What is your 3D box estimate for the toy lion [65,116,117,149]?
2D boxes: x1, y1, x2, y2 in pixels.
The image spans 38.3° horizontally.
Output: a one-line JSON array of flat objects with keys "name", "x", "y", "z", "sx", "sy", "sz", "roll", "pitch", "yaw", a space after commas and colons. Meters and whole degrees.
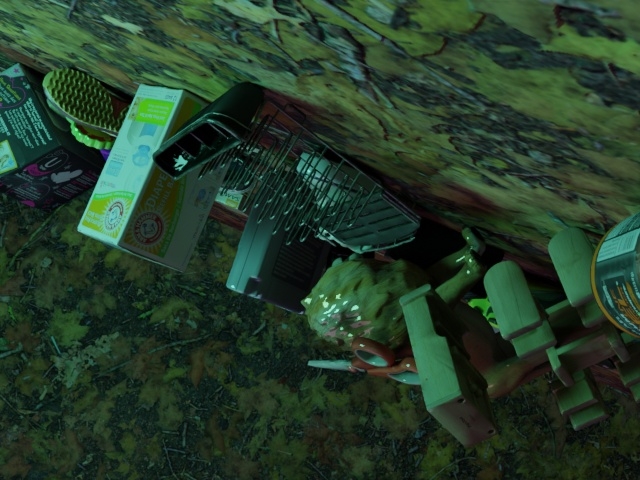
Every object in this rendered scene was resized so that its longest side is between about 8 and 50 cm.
[{"name": "toy lion", "x": -0.340, "y": -0.176, "z": 1.377, "sx": 0.100, "sy": 0.034, "sz": 0.096, "roll": 33, "pitch": -145, "yaw": 5}]

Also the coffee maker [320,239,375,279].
[{"name": "coffee maker", "x": 0.000, "y": 0.000, "z": 1.590, "sx": 0.178, "sy": 0.171, "sz": 0.120, "roll": 7, "pitch": -173, "yaw": -27}]

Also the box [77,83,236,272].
[{"name": "box", "x": -0.197, "y": -0.077, "z": 1.138, "sx": 0.103, "sy": 0.203, "sz": 0.114, "roll": 27, "pitch": 174, "yaw": -40}]

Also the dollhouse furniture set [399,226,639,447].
[{"name": "dollhouse furniture set", "x": 0.230, "y": 0.097, "z": 1.029, "sx": 0.212, "sy": 0.242, "sz": 0.161, "roll": 47, "pitch": -158, "yaw": -39}]

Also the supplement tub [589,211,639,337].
[{"name": "supplement tub", "x": 0.264, "y": 0.024, "z": 0.686, "sx": 0.106, "sy": 0.106, "sz": 0.198, "roll": 22, "pitch": 175, "yaw": 6}]

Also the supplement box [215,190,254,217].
[{"name": "supplement box", "x": -0.191, "y": -0.086, "z": 2.066, "sx": 0.062, "sy": 0.036, "sz": 0.098, "roll": 22, "pitch": 176, "yaw": 16}]

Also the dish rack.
[{"name": "dish rack", "x": -0.031, "y": -0.057, "z": 1.004, "sx": 0.272, "sy": 0.074, "sz": 0.208, "roll": 36, "pitch": 160, "yaw": -18}]

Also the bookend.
[{"name": "bookend", "x": 0.171, "y": 0.024, "z": 1.361, "sx": 0.157, "sy": 0.072, "sz": 0.156, "roll": 23, "pitch": 176, "yaw": -1}]

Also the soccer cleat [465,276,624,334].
[{"name": "soccer cleat", "x": 0.343, "y": 0.109, "z": 1.411, "sx": 0.121, "sy": 0.093, "sz": 0.289, "roll": 18, "pitch": 180, "yaw": -42}]

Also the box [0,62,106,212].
[{"name": "box", "x": -0.474, "y": -0.166, "z": 1.533, "sx": 0.163, "sy": 0.142, "sz": 0.247, "roll": 61, "pitch": -179, "yaw": 10}]

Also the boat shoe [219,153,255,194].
[{"name": "boat shoe", "x": -0.211, "y": -0.129, "z": 1.423, "sx": 0.229, "sy": 0.080, "sz": 0.076, "roll": 22, "pitch": 169, "yaw": -2}]

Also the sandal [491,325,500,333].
[{"name": "sandal", "x": 0.399, "y": 0.166, "z": 1.986, "sx": 0.102, "sy": 0.076, "sz": 0.265, "roll": 6, "pitch": 148, "yaw": 24}]

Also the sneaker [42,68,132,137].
[{"name": "sneaker", "x": -0.313, "y": -0.184, "z": 1.316, "sx": 0.186, "sy": 0.069, "sz": 0.084, "roll": 26, "pitch": 169, "yaw": -27}]

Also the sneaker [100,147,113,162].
[{"name": "sneaker", "x": -0.377, "y": -0.120, "z": 1.886, "sx": 0.293, "sy": 0.146, "sz": 0.102, "roll": 26, "pitch": 174, "yaw": -41}]

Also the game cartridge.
[{"name": "game cartridge", "x": -0.047, "y": 0.002, "z": 1.376, "sx": 0.060, "sy": 0.196, "sz": 0.294, "roll": 21, "pitch": 175, "yaw": 17}]

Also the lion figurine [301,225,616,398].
[{"name": "lion figurine", "x": 0.184, "y": 0.127, "z": 1.231, "sx": 0.392, "sy": 0.240, "sz": 0.142, "roll": 37, "pitch": -155, "yaw": -17}]

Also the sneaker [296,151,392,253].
[{"name": "sneaker", "x": 0.034, "y": -0.038, "z": 1.173, "sx": 0.094, "sy": 0.091, "sz": 0.258, "roll": 20, "pitch": 175, "yaw": 26}]

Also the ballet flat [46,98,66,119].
[{"name": "ballet flat", "x": -0.348, "y": -0.204, "z": 1.462, "sx": 0.168, "sy": 0.057, "sz": 0.052, "roll": 21, "pitch": 149, "yaw": -34}]

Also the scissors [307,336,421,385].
[{"name": "scissors", "x": 0.060, "y": 0.171, "z": 1.209, "sx": 0.109, "sy": 0.021, "sz": 0.297, "roll": 25, "pitch": 161, "yaw": -8}]
